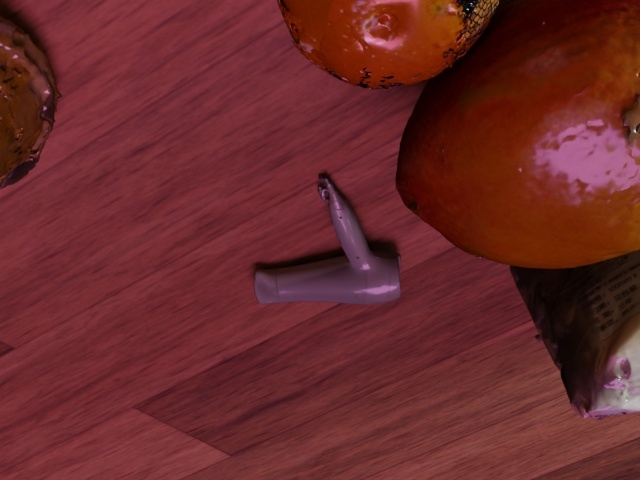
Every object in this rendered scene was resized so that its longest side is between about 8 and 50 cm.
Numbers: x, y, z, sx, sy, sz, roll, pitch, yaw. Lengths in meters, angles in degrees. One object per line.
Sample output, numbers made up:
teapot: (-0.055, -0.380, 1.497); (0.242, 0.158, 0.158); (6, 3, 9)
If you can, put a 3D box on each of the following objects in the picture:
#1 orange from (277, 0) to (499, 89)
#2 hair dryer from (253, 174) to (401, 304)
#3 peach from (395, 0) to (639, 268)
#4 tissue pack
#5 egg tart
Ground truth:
orange: (0.066, -0.262, 1.264); (0.234, 0.182, 0.234); (7, 139, 6)
hair dryer: (0.000, 0.000, 1.707); (0.206, 0.075, 0.237); (-4, 136, 6)
peach: (0.261, -0.118, 1.372); (0.372, 0.372, 0.290); (-33, 102, 30)
tissue pack: (0.448, 0.054, 1.600); (0.375, 0.390, 0.195); (-14, 120, 4)
egg tart: (-0.444, -0.128, 1.387); (0.341, 0.132, 0.341); (-5, 145, -3)
